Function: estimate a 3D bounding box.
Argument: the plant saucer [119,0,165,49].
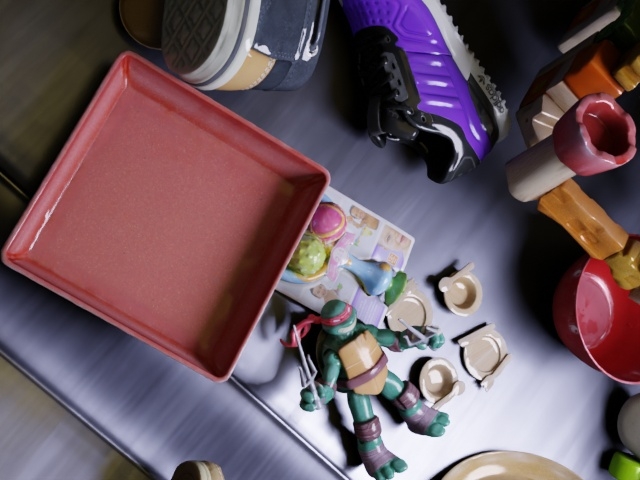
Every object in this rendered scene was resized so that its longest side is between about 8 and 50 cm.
[{"bbox_3d":[-0.177,-0.243,1.404,0.083,0.015,0.083,2,85,-29],"label":"plant saucer"}]

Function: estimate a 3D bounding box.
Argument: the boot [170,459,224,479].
[{"bbox_3d":[-0.052,0.344,1.381,0.203,0.095,0.262,-8,91,-29],"label":"boot"}]

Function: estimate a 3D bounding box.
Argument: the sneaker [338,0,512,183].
[{"bbox_3d":[0.093,-0.186,1.502,0.293,0.102,0.146,49,66,-17],"label":"sneaker"}]

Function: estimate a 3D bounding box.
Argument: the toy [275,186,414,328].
[{"bbox_3d":[0.000,0.000,1.462,0.237,0.056,0.137,31,70,-24],"label":"toy"}]

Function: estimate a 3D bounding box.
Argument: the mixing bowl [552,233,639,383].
[{"bbox_3d":[0.353,0.085,1.629,0.181,0.098,0.181,3,85,-30],"label":"mixing bowl"}]

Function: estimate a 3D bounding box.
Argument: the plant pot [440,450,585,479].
[{"bbox_3d":[0.234,0.348,1.513,0.236,0.032,0.236,7,47,-8],"label":"plant pot"}]

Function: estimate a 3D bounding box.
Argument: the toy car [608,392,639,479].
[{"bbox_3d":[0.480,0.249,1.674,0.188,0.149,0.155,11,101,-46],"label":"toy car"}]

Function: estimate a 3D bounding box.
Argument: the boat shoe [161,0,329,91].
[{"bbox_3d":[-0.047,-0.390,1.400,0.156,0.187,0.500,14,79,-37],"label":"boat shoe"}]

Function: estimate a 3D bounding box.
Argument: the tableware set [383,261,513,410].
[{"bbox_3d":[0.153,0.112,1.559,0.141,0.020,0.168,-29,101,-28],"label":"tableware set"}]

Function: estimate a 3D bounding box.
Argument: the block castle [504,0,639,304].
[{"bbox_3d":[0.442,-0.162,1.568,0.303,0.213,0.453,42,54,-10],"label":"block castle"}]

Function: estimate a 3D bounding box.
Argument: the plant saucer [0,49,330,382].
[{"bbox_3d":[-0.156,-0.022,1.358,0.258,0.048,0.259,31,71,-11],"label":"plant saucer"}]

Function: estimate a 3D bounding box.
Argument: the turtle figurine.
[{"bbox_3d":[0.053,0.141,1.445,0.175,0.118,0.234,-31,119,-7],"label":"turtle figurine"}]
